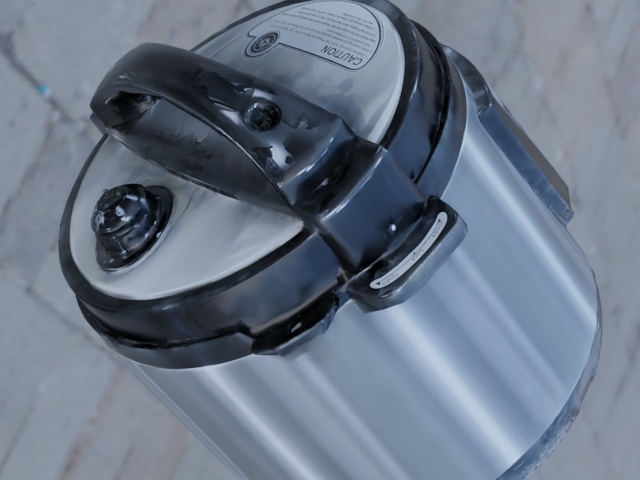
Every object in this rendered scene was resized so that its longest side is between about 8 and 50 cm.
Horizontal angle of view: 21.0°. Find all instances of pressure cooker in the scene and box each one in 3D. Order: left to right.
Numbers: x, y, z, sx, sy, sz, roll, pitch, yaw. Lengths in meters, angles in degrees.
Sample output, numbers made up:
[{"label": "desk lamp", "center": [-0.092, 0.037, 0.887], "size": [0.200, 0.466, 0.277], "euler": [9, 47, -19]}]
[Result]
[{"label": "pressure cooker", "center": [-0.003, 0.005, 1.409], "size": [0.420, 0.369, 0.376], "euler": [50, 32, -34]}]
